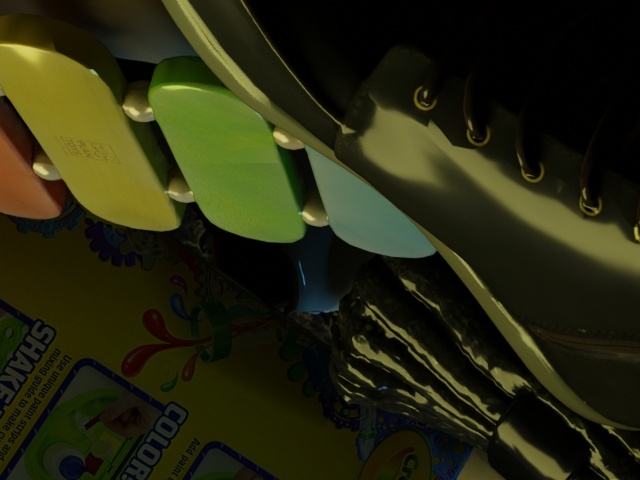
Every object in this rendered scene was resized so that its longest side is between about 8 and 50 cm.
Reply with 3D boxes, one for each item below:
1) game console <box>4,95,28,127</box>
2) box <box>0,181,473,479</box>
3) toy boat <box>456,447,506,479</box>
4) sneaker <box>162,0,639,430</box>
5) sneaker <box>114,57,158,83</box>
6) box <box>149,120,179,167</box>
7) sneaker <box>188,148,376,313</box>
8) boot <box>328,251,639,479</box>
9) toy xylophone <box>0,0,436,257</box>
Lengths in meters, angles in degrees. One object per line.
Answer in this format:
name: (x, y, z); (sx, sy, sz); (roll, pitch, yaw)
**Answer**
game console: (-0.242, -0.228, 0.750); (0.386, 0.060, 0.342); (39, 164, 17)
box: (-0.126, 0.075, 0.937); (0.279, 0.177, 0.290); (35, 173, -18)
toy boat: (0.106, 0.121, 1.013); (0.231, 0.151, 0.151); (-140, 42, -63)
sneaker: (0.054, -0.042, 0.447); (0.222, 0.083, 0.118); (44, 161, -16)
sneaker: (-0.103, -0.137, 0.869); (0.223, 0.083, 0.098); (42, 172, -30)
box: (-0.090, -0.085, 1.320); (0.261, 0.103, 0.184); (40, -179, 13)
sneaker: (0.000, 0.000, 1.119); (0.106, 0.123, 0.290); (50, -178, 30)
boot: (0.155, 0.117, 0.823); (0.260, 0.131, 0.348); (31, 163, 26)
toy xylophone: (-0.085, -0.066, 0.627); (0.322, 0.081, 0.236); (7, 162, 18)
